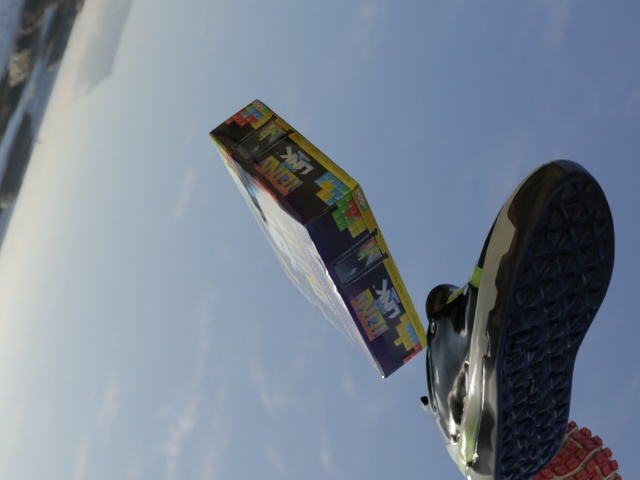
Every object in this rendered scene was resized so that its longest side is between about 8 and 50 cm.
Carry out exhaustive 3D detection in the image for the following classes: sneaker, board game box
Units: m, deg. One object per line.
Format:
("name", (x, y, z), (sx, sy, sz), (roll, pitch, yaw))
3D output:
("sneaker", (0.090, 0.047, 0.596), (0.097, 0.084, 0.235), (42, -38, 38))
("board game box", (0.000, 0.000, 0.760), (0.048, 0.170, 0.141), (-35, -137, -9))
("sneaker", (0.267, 0.274, 1.350), (0.299, 0.120, 0.112), (44, -37, 51))
